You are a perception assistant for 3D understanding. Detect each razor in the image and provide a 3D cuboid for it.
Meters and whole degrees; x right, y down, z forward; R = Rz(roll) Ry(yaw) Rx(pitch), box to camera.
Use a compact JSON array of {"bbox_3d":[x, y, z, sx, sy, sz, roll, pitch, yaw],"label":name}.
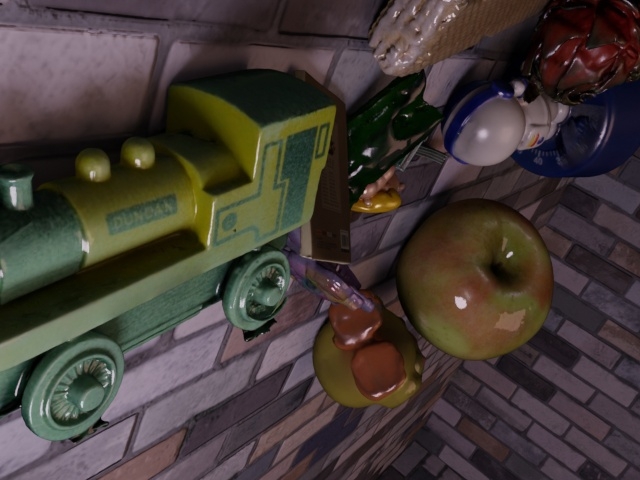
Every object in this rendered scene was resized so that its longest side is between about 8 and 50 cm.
[{"bbox_3d":[0.167,-0.146,1.098,0.068,0.037,0.191,-57,161,18],"label":"razor"}]

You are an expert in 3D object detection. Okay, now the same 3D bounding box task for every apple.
[{"bbox_3d":[0.303,0.082,1.359,0.319,0.319,0.277,-45,-175,-23],"label":"apple"}]

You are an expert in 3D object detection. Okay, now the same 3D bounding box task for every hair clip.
[{"bbox_3d":[-0.015,0.013,0.855,0.090,0.137,0.278,-50,138,-26],"label":"hair clip"}]

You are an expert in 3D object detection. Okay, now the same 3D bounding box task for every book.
[{"bbox_3d":[0.005,-0.074,0.747,0.138,0.016,0.198,13,74,-69],"label":"book"}]

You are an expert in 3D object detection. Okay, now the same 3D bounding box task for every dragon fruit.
[{"bbox_3d":[0.396,-0.291,0.988,0.182,0.182,0.188,18,81,-67],"label":"dragon fruit"}]

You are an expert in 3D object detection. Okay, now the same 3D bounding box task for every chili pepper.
[{"bbox_3d":[0.065,-0.120,0.856,0.098,0.061,0.224,38,106,-26],"label":"chili pepper"}]

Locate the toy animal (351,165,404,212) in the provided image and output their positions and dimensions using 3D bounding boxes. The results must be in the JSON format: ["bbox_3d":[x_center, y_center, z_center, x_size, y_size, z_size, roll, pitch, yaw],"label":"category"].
[{"bbox_3d":[0.078,-0.089,0.944,0.114,0.091,0.081,-34,136,-39],"label":"toy animal"}]

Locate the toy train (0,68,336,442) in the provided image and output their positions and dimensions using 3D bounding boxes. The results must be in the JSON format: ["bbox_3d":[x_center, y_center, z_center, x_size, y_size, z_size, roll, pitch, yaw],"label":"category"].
[{"bbox_3d":[-0.150,0.001,0.548,0.369,0.150,0.237,-29,138,-47],"label":"toy train"}]

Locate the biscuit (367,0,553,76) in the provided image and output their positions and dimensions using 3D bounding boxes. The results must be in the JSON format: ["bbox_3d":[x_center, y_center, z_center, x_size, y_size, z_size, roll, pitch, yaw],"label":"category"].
[{"bbox_3d":[0.222,-0.323,0.867,0.426,0.078,0.144,-33,171,-41],"label":"biscuit"}]

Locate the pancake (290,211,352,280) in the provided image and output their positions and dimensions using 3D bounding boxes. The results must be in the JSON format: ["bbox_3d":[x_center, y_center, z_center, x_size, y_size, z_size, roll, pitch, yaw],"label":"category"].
[{"bbox_3d":[0.000,0.000,0.989,0.139,0.022,0.139,-42,155,-25],"label":"pancake"}]

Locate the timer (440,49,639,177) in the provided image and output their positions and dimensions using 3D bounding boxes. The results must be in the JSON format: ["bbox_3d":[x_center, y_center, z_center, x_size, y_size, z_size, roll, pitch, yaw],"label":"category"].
[{"bbox_3d":[0.361,-0.220,1.168,0.384,0.270,0.270,-14,137,-36],"label":"timer"}]

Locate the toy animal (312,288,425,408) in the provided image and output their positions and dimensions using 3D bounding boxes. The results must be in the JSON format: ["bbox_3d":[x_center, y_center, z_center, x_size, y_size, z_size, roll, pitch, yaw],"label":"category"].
[{"bbox_3d":[0.086,0.220,1.267,0.191,0.216,0.338,-28,162,7],"label":"toy animal"}]
